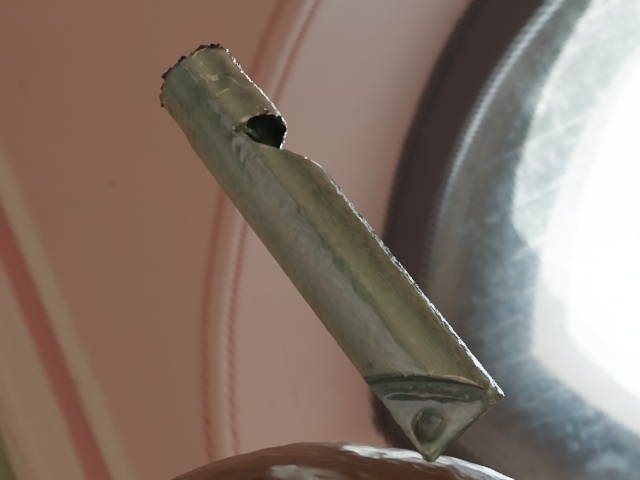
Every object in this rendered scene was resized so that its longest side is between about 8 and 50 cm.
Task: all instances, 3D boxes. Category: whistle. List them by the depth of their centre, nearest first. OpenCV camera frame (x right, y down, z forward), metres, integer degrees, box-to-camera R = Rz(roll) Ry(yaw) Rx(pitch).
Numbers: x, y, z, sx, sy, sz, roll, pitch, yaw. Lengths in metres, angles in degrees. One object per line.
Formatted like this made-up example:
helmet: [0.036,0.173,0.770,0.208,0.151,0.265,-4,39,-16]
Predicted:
whistle: [0.000,0.000,0.981,0.062,0.062,0.312,-4,-133,-44]

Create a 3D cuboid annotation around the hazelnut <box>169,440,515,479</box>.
hazelnut: [-0.003,0.317,1.014,0.352,0.421,0.421,40,-144,28]
